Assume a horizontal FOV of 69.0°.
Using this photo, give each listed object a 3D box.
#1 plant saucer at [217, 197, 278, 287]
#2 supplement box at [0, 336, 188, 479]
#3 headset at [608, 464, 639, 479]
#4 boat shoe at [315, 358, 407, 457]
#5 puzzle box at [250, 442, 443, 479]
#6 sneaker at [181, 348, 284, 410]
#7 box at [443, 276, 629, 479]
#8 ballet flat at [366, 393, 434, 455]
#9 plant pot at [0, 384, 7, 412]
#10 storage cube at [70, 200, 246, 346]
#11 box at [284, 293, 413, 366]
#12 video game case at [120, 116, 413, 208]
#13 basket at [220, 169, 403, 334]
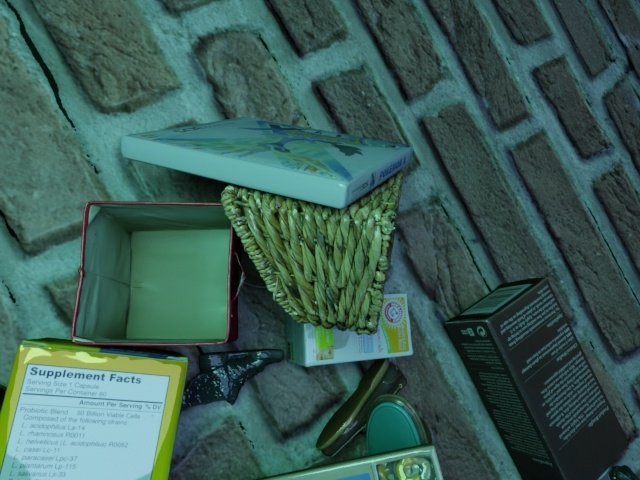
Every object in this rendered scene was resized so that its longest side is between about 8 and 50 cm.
[{"bbox_3d":[-0.101,-0.011,0.840,0.199,0.036,0.198,4,77,-21],"label":"plant saucer"},{"bbox_3d":[-0.309,0.317,0.605,0.194,0.195,0.355,12,76,-20],"label":"supplement box"},{"bbox_3d":[0.606,0.616,0.898,0.244,0.185,0.393,-18,105,-25],"label":"headset"},{"bbox_3d":[0.080,0.305,0.830,0.073,0.073,0.207,48,67,-5],"label":"boat shoe"},{"bbox_3d":[-0.003,0.470,0.655,0.410,0.052,0.271,-14,70,2],"label":"puzzle box"},{"bbox_3d":[-0.143,0.228,0.770,0.171,0.051,0.088,0,80,-17],"label":"sneaker"},{"bbox_3d":[0.436,0.287,0.944,0.191,0.143,0.381,-26,88,-25],"label":"box"},{"bbox_3d":[0.159,0.399,0.806,0.124,0.116,0.341,-23,105,-53],"label":"ballet flat"},{"bbox_3d":[-0.539,0.242,0.537,0.231,0.215,0.215,18,73,-3],"label":"plant pot"},{"bbox_3d":[-0.213,0.057,0.672,0.215,0.193,0.183,1,79,-6],"label":"storage cube"},{"bbox_3d":[0.049,0.155,0.830,0.203,0.103,0.114,1,80,-22],"label":"box"},{"bbox_3d":[-0.059,-0.133,0.693,0.300,0.330,0.036,-37,138,-59],"label":"video game case"},{"bbox_3d":[0.000,0.000,0.714,0.223,0.299,0.213,9,112,8],"label":"basket"}]
